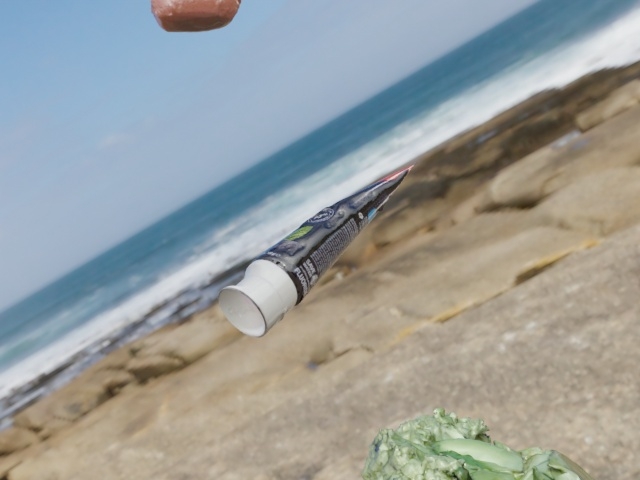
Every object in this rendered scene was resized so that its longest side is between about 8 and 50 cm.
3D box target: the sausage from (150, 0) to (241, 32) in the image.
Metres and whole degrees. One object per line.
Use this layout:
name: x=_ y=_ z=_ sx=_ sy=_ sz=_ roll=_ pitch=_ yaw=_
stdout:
sausage: x=-0.127 y=-0.241 z=1.052 sx=0.094 sy=0.054 sz=0.059 roll=-8 pitch=-26 yaw=-20

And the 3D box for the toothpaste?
toothpaste: x=0.000 y=0.000 z=0.779 sx=0.193 sy=0.045 sz=0.071 roll=-43 pitch=9 yaw=-36

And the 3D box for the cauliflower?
cauliflower: x=0.164 y=0.282 z=1.020 sx=0.250 sy=0.275 sz=0.272 roll=-23 pitch=-25 yaw=9
